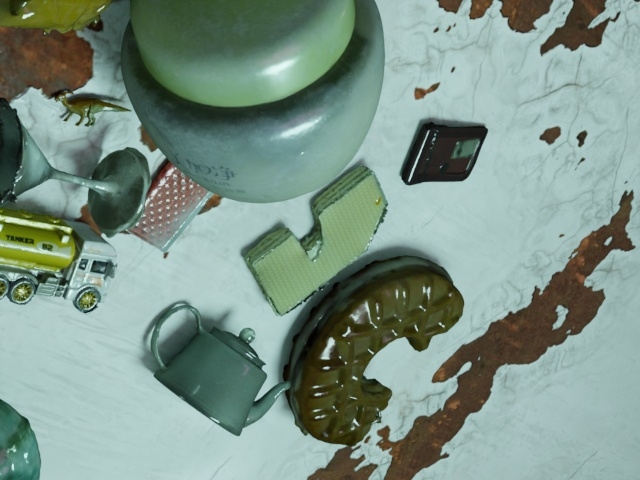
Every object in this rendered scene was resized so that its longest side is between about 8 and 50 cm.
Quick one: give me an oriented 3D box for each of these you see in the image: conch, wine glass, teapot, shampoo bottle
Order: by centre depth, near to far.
[{"bbox_3d":[-0.079,-0.218,1.705,0.322,0.322,0.317,-35,149,-14],"label":"shampoo bottle"},{"bbox_3d":[-0.334,-0.083,1.735,0.232,0.156,0.156,15,111,-50],"label":"wine glass"},{"bbox_3d":[-0.495,0.306,1.904,0.220,0.195,0.277,-24,170,16],"label":"conch"},{"bbox_3d":[-0.156,0.191,2.116,0.239,0.162,0.149,38,85,-20],"label":"teapot"}]

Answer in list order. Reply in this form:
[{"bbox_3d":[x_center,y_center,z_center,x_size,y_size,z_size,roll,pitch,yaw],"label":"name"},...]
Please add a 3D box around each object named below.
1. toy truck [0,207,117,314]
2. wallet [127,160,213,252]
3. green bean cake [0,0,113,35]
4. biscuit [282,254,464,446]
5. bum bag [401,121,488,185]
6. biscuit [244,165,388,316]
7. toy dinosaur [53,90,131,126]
[{"bbox_3d":[-0.376,0.019,1.813,0.227,0.098,0.114,12,108,-44],"label":"toy truck"},{"bbox_3d":[-0.193,-0.077,1.952,0.196,0.020,0.103,-51,141,6],"label":"wallet"},{"bbox_3d":[-0.283,-0.340,1.514,0.229,0.131,0.224,-54,169,18],"label":"green bean cake"},{"bbox_3d":[0.071,0.181,2.319,0.268,0.115,0.366,26,102,-48],"label":"biscuit"},{"bbox_3d":[0.202,-0.142,2.240,0.159,0.026,0.109,-4,125,-45],"label":"bum bag"},{"bbox_3d":[0.000,0.000,2.160,0.250,0.046,0.147,-38,138,-9],"label":"biscuit"},{"bbox_3d":[-0.295,-0.165,1.784,0.113,0.026,0.041,12,96,-36],"label":"toy dinosaur"}]
